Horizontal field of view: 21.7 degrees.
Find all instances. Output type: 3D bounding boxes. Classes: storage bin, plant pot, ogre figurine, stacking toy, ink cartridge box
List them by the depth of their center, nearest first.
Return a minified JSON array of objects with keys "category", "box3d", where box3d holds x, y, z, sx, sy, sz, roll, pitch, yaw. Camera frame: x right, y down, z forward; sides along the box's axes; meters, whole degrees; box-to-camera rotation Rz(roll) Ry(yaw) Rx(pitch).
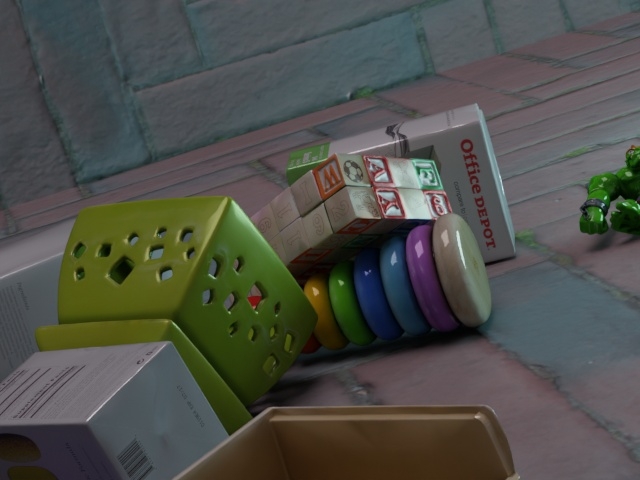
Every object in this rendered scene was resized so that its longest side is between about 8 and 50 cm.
[{"category":"storage bin","box3d":[-0.002,0.244,1.373,0.260,0.123,0.262,-6,16,38]},{"category":"plant pot","box3d":[-0.170,0.101,1.881,0.228,0.227,0.207,-5,47,33]},{"category":"stacking toy","box3d":[0.032,0.075,2.015,0.330,0.141,0.141,-16,13,15]},{"category":"ogre figurine","box3d":[0.426,-0.061,2.187,0.197,0.097,0.118,-30,30,7]},{"category":"ink cartridge box","box3d":[0.111,-0.051,2.260,0.273,0.198,0.115,-15,14,7]}]

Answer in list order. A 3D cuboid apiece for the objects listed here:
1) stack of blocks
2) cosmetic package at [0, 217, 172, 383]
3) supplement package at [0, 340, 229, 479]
[{"category":"stack of blocks","box3d":[0.000,0.000,2.086,0.171,0.087,0.297,0,-26,-43]},{"category":"cosmetic package","box3d":[-0.422,0.090,2.410,0.385,0.156,0.217,-22,15,-26]},{"category":"supplement package","box3d":[-0.236,0.200,1.711,0.244,0.139,0.134,-9,28,46]}]
